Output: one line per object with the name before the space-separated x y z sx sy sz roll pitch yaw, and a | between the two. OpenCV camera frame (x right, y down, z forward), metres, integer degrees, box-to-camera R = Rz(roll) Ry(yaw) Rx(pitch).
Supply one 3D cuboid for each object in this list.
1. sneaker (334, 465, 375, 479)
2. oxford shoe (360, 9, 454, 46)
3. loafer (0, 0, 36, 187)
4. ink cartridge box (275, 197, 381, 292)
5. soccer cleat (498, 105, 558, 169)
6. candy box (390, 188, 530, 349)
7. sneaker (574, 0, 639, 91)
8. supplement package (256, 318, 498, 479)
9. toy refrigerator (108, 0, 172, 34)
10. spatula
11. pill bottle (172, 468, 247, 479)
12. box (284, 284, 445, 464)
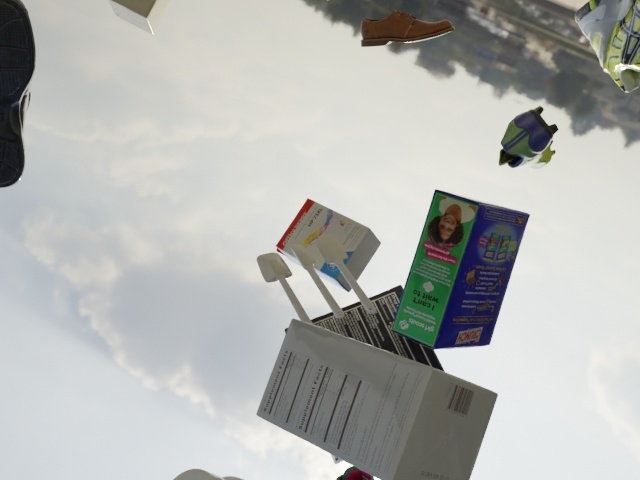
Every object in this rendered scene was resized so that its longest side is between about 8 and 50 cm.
sneaker | 0.107 0.530 1.659 0.123 0.178 0.295 8 -163 43
oxford shoe | 0.192 -0.479 1.850 0.212 0.076 0.076 -3 -166 10
loafer | -0.476 -0.226 1.219 0.109 0.303 0.095 4 -147 -18
ink cartridge box | 0.000 0.000 1.811 0.231 0.134 0.078 27 169 36
soccer cleat | 0.399 -0.185 1.642 0.093 0.121 0.289 56 -173 12
candy box | 0.308 0.067 1.791 0.122 0.317 0.268 20 -172 36
sneaker | 0.466 -0.300 1.072 0.385 0.145 0.147 127 118 -89
supplement package | 0.062 0.198 1.000 0.139 0.134 0.244 27 171 -42
toy refrigerator | -0.308 -0.549 1.603 0.094 0.269 0.102 27 175 -1
spatula | -0.009 0.078 1.552 0.168 0.019 0.242 -14 -139 -17
pill bottle | -0.121 0.475 1.332 0.283 0.160 0.160 39 -176 -40
box | 0.110 0.307 1.897 0.294 0.183 0.296 -20 -118 -8
